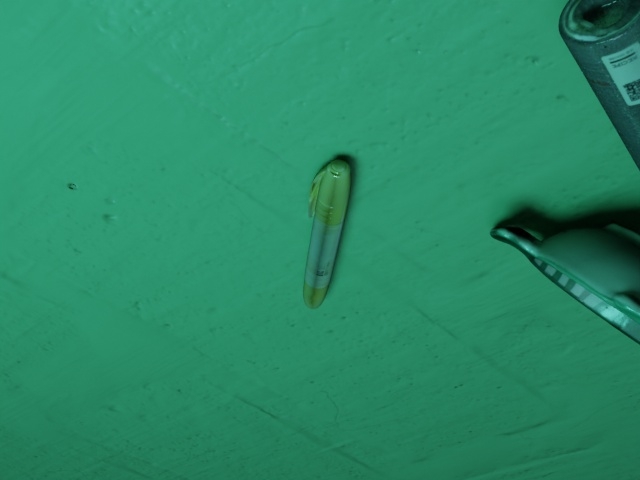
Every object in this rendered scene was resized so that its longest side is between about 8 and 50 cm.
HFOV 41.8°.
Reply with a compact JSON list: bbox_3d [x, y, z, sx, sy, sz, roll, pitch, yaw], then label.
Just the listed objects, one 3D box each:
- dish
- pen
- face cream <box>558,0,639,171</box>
[{"bbox_3d":[0.286,0.034,0.800,0.246,0.078,0.224,35,-177,3],"label":"dish"},{"bbox_3d":[0.000,0.000,0.860,0.040,0.032,0.233,26,143,11],"label":"pen"},{"bbox_3d":[0.282,-0.092,0.680,0.073,0.073,0.283,-21,134,29],"label":"face cream"}]
